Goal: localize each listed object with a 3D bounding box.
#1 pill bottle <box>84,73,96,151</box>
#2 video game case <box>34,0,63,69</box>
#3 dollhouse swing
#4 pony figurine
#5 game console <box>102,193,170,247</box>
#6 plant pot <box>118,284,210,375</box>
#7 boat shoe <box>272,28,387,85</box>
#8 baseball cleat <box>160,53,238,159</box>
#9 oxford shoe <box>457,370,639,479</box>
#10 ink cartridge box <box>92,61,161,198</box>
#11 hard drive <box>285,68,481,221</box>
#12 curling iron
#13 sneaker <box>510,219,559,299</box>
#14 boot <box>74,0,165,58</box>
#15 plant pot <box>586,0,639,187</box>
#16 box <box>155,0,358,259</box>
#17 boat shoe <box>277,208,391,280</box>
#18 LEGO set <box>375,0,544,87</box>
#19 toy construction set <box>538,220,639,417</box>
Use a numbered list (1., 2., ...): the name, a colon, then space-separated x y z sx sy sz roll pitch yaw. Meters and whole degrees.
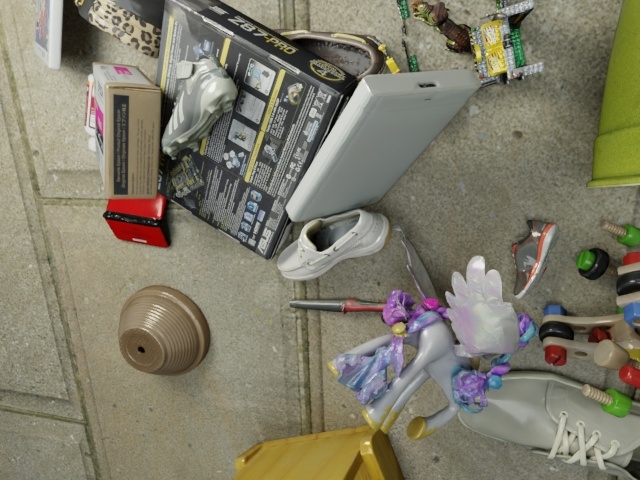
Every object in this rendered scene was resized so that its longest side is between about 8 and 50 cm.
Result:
1. pill bottle: -0.447 -0.264 0.961 0.086 0.086 0.151 20 111 9
2. video game case: -0.537 -0.456 0.902 0.183 0.023 0.201 37 119 43
3. dollhouse swing: -0.018 0.590 0.997 0.347 0.305 0.314 -17 102 19
4. pony figurine: 0.205 0.175 0.820 0.364 0.303 0.350 -37 120 -2
5. game console: -0.412 -0.060 1.056 0.144 0.085 0.124 10 141 13
6. plant pot: -0.395 0.237 1.095 0.238 0.109 0.237 5 109 13
7. boat shoe: -0.046 -0.321 0.823 0.325 0.096 0.116 6 109 14
8. baseball cleat: -0.211 -0.222 0.748 0.206 0.072 0.109 -27 90 37
9. oxford shoe: 0.494 0.365 0.877 0.450 0.130 0.168 9 111 14
10. ink cartridge box: -0.359 -0.206 0.836 0.088 0.235 0.193 -4 119 -29
11. hard drive: 0.084 -0.139 0.724 0.040 0.203 0.307 64 148 18
12. curling iron: 0.063 0.152 0.978 0.275 0.035 0.068 5 108 14
13. sneaker: 0.384 0.032 0.849 0.065 0.061 0.157 28 114 35
14. boot: -0.376 -0.549 0.828 0.378 0.138 0.284 35 113 -3
15. plant pot: 0.538 -0.254 0.569 0.367 0.366 0.352 -3 95 17
16. box: -0.154 -0.186 0.839 0.319 0.097 0.394 29 132 3
17. boat shoe: 0.000 0.000 0.878 0.277 0.098 0.096 -26 141 38
18. LEGO set: 0.204 -0.346 0.693 0.255 0.192 0.330 -3 106 16
19. toy construction set: 0.528 0.170 0.725 0.238 0.308 0.257 25 120 2
